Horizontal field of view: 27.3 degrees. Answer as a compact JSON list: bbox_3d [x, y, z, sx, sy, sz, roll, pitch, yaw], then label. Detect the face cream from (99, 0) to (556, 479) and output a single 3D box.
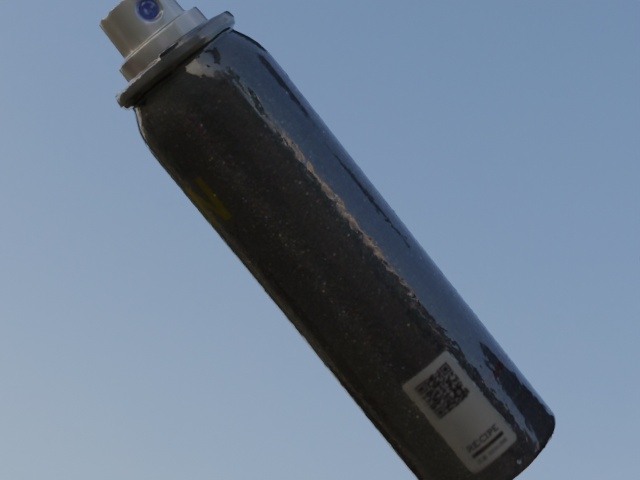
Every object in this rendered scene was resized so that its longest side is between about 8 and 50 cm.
[{"bbox_3d":[0.000,0.000,0.621,0.283,0.073,0.073,52,-38,-7],"label":"face cream"}]
